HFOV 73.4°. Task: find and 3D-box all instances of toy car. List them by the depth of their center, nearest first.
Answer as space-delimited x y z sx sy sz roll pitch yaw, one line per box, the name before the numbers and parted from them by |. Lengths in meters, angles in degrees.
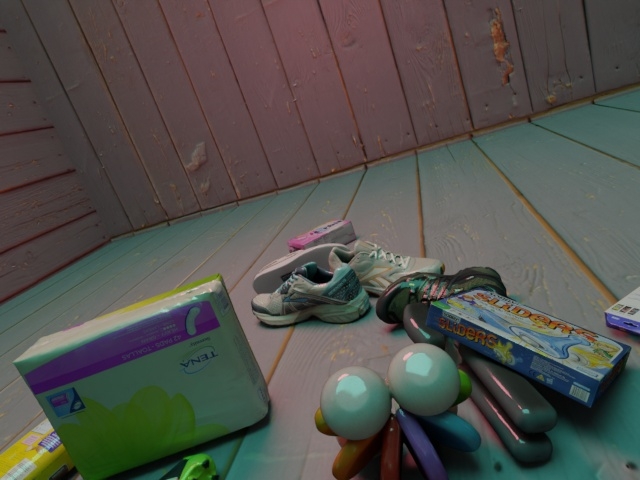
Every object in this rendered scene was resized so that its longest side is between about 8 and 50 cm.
toy car | 0.090 0.209 0.473 0.182 0.159 0.136 -19 51 0

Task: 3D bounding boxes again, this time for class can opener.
can opener | 0.190 0.167 0.564 0.093 0.074 0.280 -5 17 -10

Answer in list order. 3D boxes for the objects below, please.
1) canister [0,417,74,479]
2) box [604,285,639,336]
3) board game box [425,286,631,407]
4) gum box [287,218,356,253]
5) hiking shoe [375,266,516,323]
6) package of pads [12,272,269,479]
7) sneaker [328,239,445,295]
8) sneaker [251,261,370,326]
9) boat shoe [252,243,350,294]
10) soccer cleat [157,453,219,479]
canister | -0.442 0.343 0.706 0.126 0.073 0.170 -8 22 34
box | 0.460 0.095 0.585 0.136 0.028 0.081 -27 19 -18
board game box | 0.257 0.121 0.544 0.136 0.035 0.201 -7 21 -44
gum box | 0.000 0.000 1.316 0.189 0.062 0.107 -27 18 -24
hiking shoe | 0.205 0.103 0.733 0.227 0.086 0.114 -16 14 8
package of pads | -0.248 0.209 0.645 0.297 0.229 0.101 -20 14 -1
sneaker | 0.126 0.053 0.913 0.263 0.120 0.099 -9 20 30
sneaker | -0.036 0.104 0.927 0.283 0.122 0.110 -10 19 28
boat shoe | -0.047 0.068 1.119 0.268 0.096 0.088 -25 20 9
soccer cleat | -0.200 0.332 0.517 0.072 0.060 0.179 -19 7 34
